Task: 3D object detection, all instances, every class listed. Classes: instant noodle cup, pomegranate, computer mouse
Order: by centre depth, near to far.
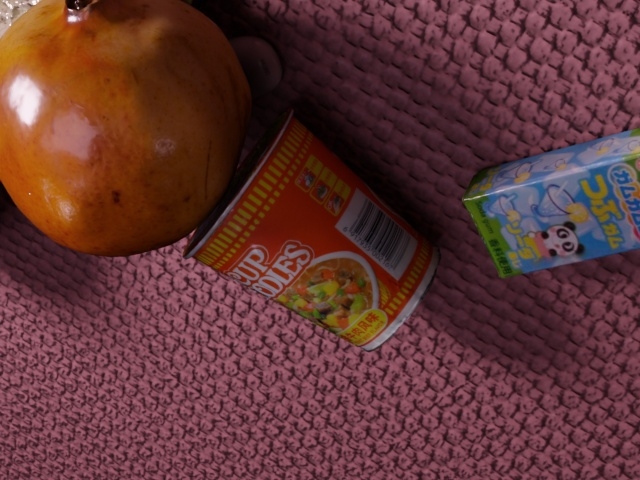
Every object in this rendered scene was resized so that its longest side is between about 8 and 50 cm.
[{"bbox_3d":[-0.189,-0.123,1.096,0.264,0.264,0.264,14,126,20],"label":"pomegranate"},{"bbox_3d":[0.000,0.000,1.175,0.212,0.193,0.193,35,131,-10],"label":"instant noodle cup"},{"bbox_3d":[-0.083,-0.171,1.181,0.096,0.039,0.066,-7,117,32],"label":"computer mouse"}]

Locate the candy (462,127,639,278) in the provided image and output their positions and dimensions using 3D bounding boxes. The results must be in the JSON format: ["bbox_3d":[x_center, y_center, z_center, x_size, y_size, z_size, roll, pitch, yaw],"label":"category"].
[{"bbox_3d":[0.240,-0.035,1.087,0.195,0.062,0.097,-15,112,33],"label":"candy"}]

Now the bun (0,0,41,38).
[{"bbox_3d":[-0.337,-0.197,1.248,0.210,0.116,0.237,-4,119,29],"label":"bun"}]

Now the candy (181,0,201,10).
[{"bbox_3d":[-0.131,-0.255,1.147,0.045,0.043,0.175,29,134,10],"label":"candy"}]
